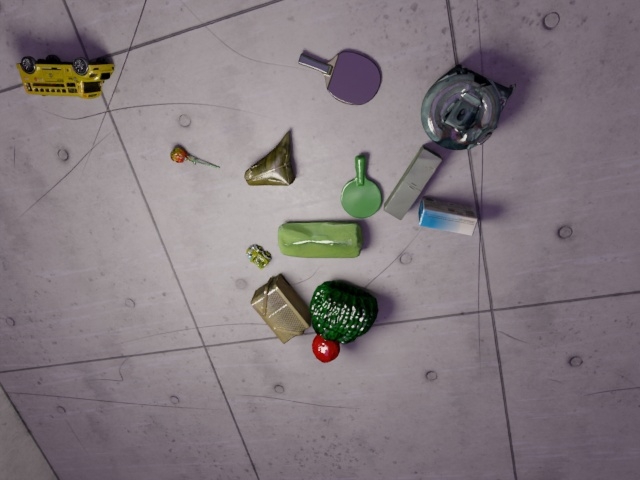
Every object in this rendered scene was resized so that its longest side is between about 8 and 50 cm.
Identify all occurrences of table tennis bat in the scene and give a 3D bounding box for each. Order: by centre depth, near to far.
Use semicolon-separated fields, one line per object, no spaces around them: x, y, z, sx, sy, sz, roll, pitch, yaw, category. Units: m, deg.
0.065;-0.589;1.551;0.302;0.022;0.173;21;115;0;table tennis bat
0.156;-0.204;1.688;0.161;0.039;0.256;2;118;10;table tennis bat

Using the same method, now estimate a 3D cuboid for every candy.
-0.502;-0.321;1.756;0.201;0.060;0.060;17;114;-6;candy
0.000;0.000;1.756;0.344;0.131;0.142;1;155;12;candy

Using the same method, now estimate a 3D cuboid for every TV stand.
0.339;-0.213;1.620;0.083;0.088;0.269;29;115;-2;TV stand

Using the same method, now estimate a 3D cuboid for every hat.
0.070;0.347;1.807;0.275;0.242;0.331;22;103;10;hat

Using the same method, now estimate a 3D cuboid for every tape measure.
0.473;-0.442;1.469;0.257;0.147;0.274;26;113;0;tape measure

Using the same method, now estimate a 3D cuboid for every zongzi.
-0.209;-0.311;1.678;0.205;0.094;0.204;1;108;10;zongzi

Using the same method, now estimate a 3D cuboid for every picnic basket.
-0.164;0.287;1.866;0.139;0.165;0.266;-35;102;11;picnic basket

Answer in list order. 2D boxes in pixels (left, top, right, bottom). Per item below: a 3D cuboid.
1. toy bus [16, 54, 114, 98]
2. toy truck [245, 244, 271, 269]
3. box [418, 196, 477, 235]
-0.953;-0.621;1.660;0.332;0.145;0.151;6;114;11;toy bus
-0.271;0.073;1.854;0.111;0.077;0.076;38;113;-6;toy truck
0.466;-0.091;1.618;0.195;0.139;0.073;11;115;6;box
